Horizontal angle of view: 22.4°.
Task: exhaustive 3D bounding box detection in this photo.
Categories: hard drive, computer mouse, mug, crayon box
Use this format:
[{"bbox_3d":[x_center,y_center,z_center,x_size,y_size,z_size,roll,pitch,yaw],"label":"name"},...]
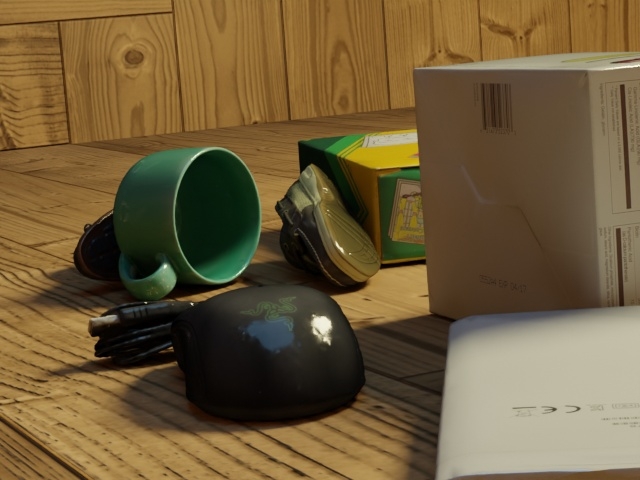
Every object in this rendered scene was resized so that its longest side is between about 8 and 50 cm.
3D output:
[{"bbox_3d":[0.184,0.093,0.893,0.233,0.047,0.353,-3,9,6],"label":"hard drive"},{"bbox_3d":[-0.053,0.061,1.129,0.189,0.072,0.272,-6,9,-16],"label":"computer mouse"},{"bbox_3d":[-0.140,-0.019,1.513,0.097,0.129,0.158,-1,9,36],"label":"mug"},{"bbox_3d":[0.189,-0.063,1.722,0.363,0.106,0.313,-6,9,-14],"label":"crayon box"}]

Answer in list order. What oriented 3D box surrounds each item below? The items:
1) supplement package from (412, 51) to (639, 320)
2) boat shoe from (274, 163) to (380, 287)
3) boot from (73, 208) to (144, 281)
[{"bbox_3d":[0.195,-0.036,1.208,0.145,0.204,0.262,-7,9,-23],"label":"supplement package"},{"bbox_3d":[-0.001,-0.001,1.533,0.073,0.080,0.223,-43,22,11],"label":"boat shoe"},{"bbox_3d":[-0.199,0.011,1.619,0.106,0.082,0.219,-24,1,32],"label":"boot"}]
